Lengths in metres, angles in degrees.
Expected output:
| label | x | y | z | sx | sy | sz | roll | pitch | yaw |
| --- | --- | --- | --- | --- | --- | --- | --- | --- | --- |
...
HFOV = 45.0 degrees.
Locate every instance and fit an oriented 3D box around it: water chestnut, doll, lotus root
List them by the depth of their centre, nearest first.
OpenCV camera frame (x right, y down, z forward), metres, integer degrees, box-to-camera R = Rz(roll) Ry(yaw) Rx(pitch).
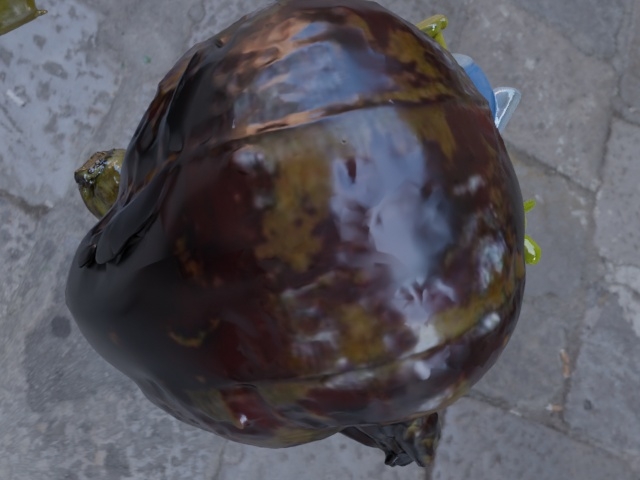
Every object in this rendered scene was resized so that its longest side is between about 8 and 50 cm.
| label | x | y | z | sx | sy | sz | roll | pitch | yaw |
| --- | --- | --- | --- | --- | --- | --- | --- | --- | --- |
| water chestnut | 0.000 | 0.000 | 0.459 | 0.244 | 0.289 | 0.289 | 24 | 65 | -26 |
| doll | 0.123 | -0.077 | 0.698 | 0.135 | 0.098 | 0.241 | -30 | 95 | -36 |
| lotus root | -0.242 | -0.035 | 1.017 | 0.094 | 0.108 | 0.191 | -41 | 121 | -19 |

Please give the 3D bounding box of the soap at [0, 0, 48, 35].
| label | x | y | z | sx | sy | sz | roll | pitch | yaw |
| --- | --- | --- | --- | --- | --- | --- | --- | --- | --- |
| soap | -0.501 | -0.305 | 0.784 | 0.335 | 0.156 | 0.293 | -24 | 131 | -1 |
